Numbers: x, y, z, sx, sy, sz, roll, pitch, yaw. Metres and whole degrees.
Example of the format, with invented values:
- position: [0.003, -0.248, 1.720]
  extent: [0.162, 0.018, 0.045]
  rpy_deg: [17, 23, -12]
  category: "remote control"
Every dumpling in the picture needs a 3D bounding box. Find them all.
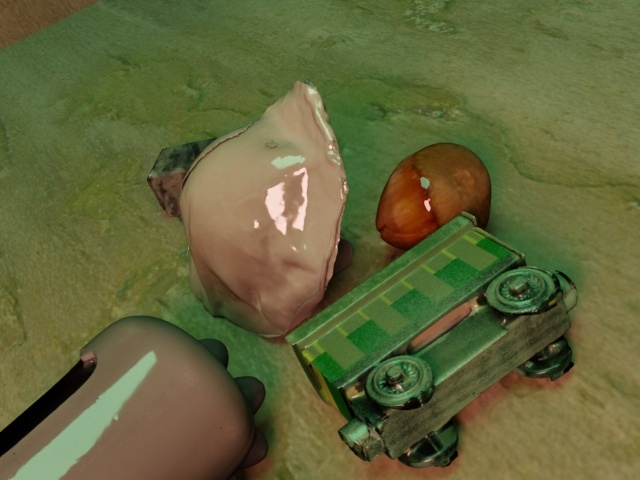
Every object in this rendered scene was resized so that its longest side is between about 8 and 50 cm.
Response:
- position: [-0.074, -0.014, 0.949]
  extent: [0.341, 0.181, 0.260]
  rpy_deg: [-33, 60, 20]
  category: "dumpling"

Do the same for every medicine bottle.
- position: [0.000, 0.000, 1.037]
  extent: [0.058, 0.058, 0.091]
  rpy_deg: [-29, 39, -11]
  category: "medicine bottle"

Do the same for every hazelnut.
- position: [0.141, -0.051, 0.970]
  extent: [0.150, 0.150, 0.150]
  rpy_deg: [-13, 39, 10]
  category: "hazelnut"

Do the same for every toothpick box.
- position: [-0.197, 0.221, 0.758]
  extent: [0.229, 0.229, 0.316]
  rpy_deg: [18, 51, 39]
  category: "toothpick box"

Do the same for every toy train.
- position: [0.124, 0.107, 0.807]
  extent: [0.301, 0.120, 0.202]
  rpy_deg: [-34, 36, -16]
  category: "toy train"

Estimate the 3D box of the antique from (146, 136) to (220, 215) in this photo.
- position: [-0.186, -0.108, 1.230]
  extent: [0.183, 0.088, 0.086]
  rpy_deg: [-8, 39, 16]
  category: "antique"
